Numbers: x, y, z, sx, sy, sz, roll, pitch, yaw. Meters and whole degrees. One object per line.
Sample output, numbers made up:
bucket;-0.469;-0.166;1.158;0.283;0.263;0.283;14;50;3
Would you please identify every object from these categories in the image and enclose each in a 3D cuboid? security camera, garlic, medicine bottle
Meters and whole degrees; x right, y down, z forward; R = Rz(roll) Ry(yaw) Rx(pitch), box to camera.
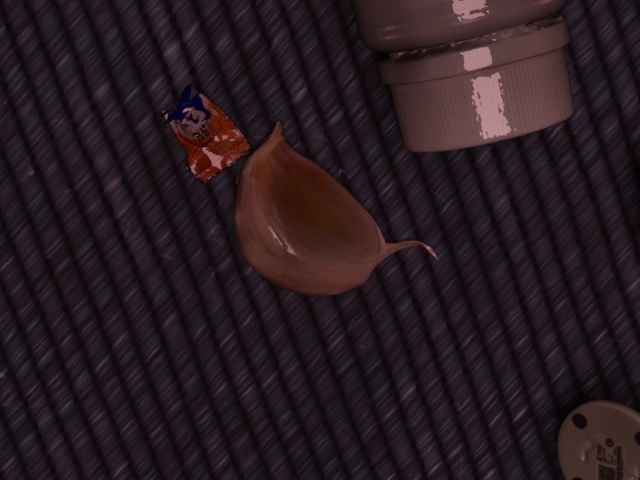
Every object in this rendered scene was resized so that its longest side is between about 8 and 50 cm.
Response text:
security camera;0.373;0.327;1.874;0.157;0.080;0.301;12;116;40
garlic;0.001;0.004;1.843;0.266;0.128;0.148;36;109;-18
medicine bottle;0.158;-0.269;1.715;0.245;0.245;0.306;-13;100;0

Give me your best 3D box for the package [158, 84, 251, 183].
package;-0.144;-0.129;1.836;0.077;0.033;0.110;-47;114;-18
